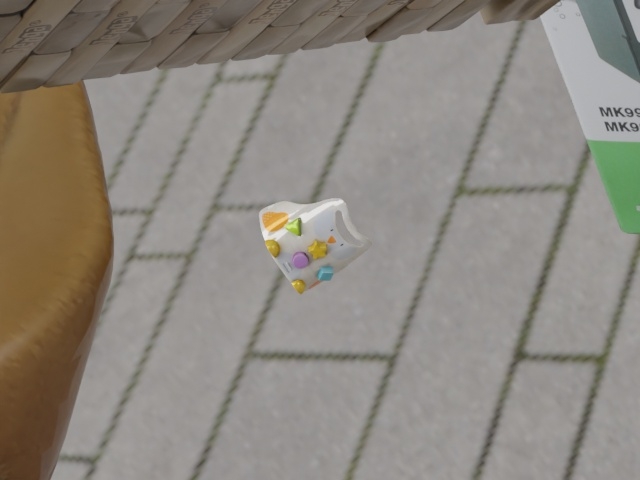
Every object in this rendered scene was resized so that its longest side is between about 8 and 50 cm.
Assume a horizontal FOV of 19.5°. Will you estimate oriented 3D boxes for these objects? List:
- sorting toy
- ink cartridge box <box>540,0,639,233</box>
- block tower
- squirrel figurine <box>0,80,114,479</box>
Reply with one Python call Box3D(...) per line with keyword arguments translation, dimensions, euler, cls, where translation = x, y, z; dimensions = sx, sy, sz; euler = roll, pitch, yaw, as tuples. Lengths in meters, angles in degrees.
Box3D(translation=(0.000, 0.000, 1.550), dimensions=(0.075, 0.083, 0.045), euler=(-28, 23, 19), cls="sorting toy")
Box3D(translation=(0.214, -0.146, 0.900), dimensions=(0.211, 0.289, 0.121), euler=(1, 43, 36), cls="ink cartridge box")
Box3D(translation=(-0.012, -0.124, 0.671), dimensions=(0.091, 0.335, 0.097), euler=(-35, 71, 49), cls="block tower")
Box3D(translation=(-0.240, 0.137, 0.870), dimensions=(0.281, 0.370, 0.397), euler=(-12, 64, -28), cls="squirrel figurine")
